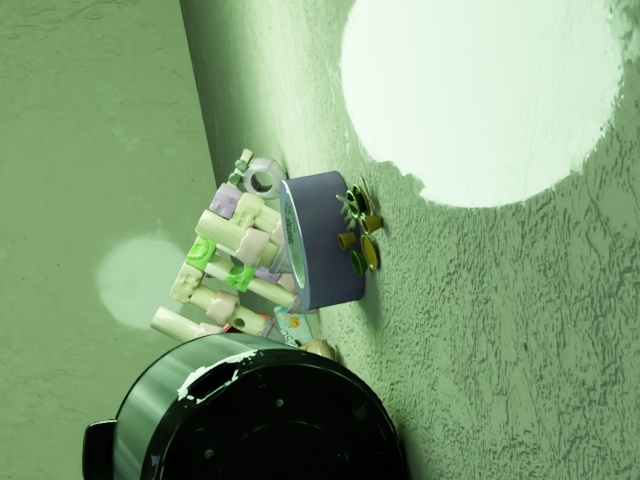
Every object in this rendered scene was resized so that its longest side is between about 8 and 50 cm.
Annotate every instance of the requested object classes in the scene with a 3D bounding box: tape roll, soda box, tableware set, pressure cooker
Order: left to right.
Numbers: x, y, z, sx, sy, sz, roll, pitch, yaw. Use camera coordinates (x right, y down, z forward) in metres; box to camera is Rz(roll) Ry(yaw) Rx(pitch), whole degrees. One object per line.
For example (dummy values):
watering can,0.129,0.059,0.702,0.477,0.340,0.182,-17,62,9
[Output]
pressure cooker,-0.106,0.316,1.534,0.370,0.375,0.420,48,166,-14
soda box,-0.044,0.208,2.104,0.183,0.058,0.063,-112,14,-47
tape roll,0.000,0.000,1.512,0.189,0.080,0.189,168,90,-81
tableware set,0.047,-0.011,1.346,0.154,0.024,0.104,124,126,-72

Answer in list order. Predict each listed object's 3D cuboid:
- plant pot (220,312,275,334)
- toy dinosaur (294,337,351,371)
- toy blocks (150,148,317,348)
plant pot,-0.154,0.257,2.425,0.174,0.191,0.191,171,88,-84
toy dinosaur,-0.020,0.231,1.843,0.127,0.200,0.295,39,140,2
toy blocks,-0.107,0.050,1.933,0.288,0.260,0.309,-62,3,29
